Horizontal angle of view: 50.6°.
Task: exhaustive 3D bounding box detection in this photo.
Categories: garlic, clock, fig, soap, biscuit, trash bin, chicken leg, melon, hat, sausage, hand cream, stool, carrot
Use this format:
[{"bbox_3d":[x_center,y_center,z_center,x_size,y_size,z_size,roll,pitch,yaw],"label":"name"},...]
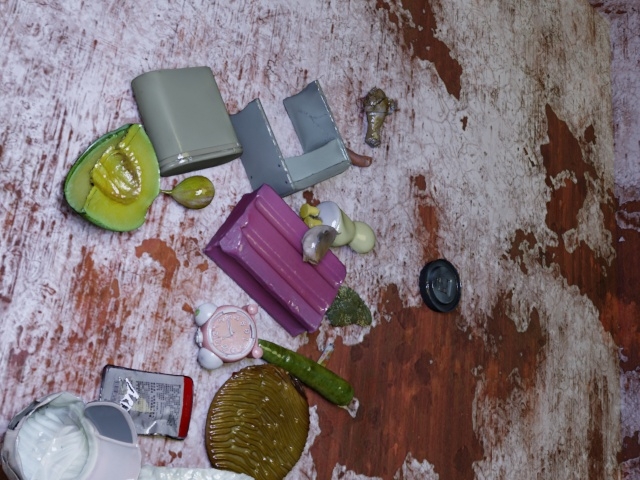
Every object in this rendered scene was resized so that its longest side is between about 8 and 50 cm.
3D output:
[{"bbox_3d":[-0.007,-0.002,1.808,0.152,0.066,0.084,-57,143,-34],"label":"garlic"},{"bbox_3d":[0.405,0.154,2.285,0.184,0.040,0.184,11,73,-39],"label":"clock"},{"bbox_3d":[-0.240,0.236,1.699,0.162,0.093,0.166,-2,81,-31],"label":"clock"},{"bbox_3d":[-0.349,-0.111,1.705,0.166,0.093,0.093,-17,91,-13],"label":"fig"},{"bbox_3d":[-0.111,0.056,1.816,0.359,0.128,0.233,47,53,-22],"label":"soap"},{"bbox_3d":[-0.152,0.474,1.721,0.318,0.040,0.318,4,84,-38],"label":"biscuit"},{"bbox_3d":[-0.337,-0.306,1.720,0.243,0.121,0.247,-17,89,-41],"label":"trash bin"},{"bbox_3d":[0.183,-0.408,2.208,0.125,0.080,0.196,43,56,-40],"label":"chicken leg"},{"bbox_3d":[-0.478,-0.123,1.565,0.169,0.129,0.265,56,44,-45],"label":"melon"},{"bbox_3d":[-0.494,0.433,1.350,0.275,0.161,0.232,25,47,2],"label":"hat"},{"bbox_3d":[0.093,-0.270,2.121,0.177,0.040,0.047,22,60,-35],"label":"sausage"},{"bbox_3d":[0.011,0.338,1.925,0.035,0.022,0.102,48,58,-29],"label":"hand cream"},{"bbox_3d":[-0.087,-0.272,1.886,0.243,0.170,0.270,-27,97,-41],"label":"stool"},{"bbox_3d":[-0.049,0.352,1.842,0.358,0.074,0.074,35,59,-25],"label":"carrot"}]

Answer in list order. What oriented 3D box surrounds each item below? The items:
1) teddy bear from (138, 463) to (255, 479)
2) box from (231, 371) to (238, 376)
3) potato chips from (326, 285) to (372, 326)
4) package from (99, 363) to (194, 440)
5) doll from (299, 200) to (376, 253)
[{"bbox_3d":[-0.347,0.655,1.366,0.375,0.327,0.362,13,42,-5],"label":"teddy bear"},{"bbox_3d":[-0.196,0.376,1.739,0.082,0.023,0.051,32,63,-31],"label":"box"},{"bbox_3d":[0.072,0.201,2.006,0.209,0.026,0.142,44,58,-23],"label":"potato chips"},{"bbox_3d":[-0.400,0.377,1.561,0.239,0.030,0.154,17,68,-36],"label":"package"},{"bbox_3d":[0.062,-0.027,2.001,0.296,0.117,0.141,31,30,-43],"label":"doll"}]
